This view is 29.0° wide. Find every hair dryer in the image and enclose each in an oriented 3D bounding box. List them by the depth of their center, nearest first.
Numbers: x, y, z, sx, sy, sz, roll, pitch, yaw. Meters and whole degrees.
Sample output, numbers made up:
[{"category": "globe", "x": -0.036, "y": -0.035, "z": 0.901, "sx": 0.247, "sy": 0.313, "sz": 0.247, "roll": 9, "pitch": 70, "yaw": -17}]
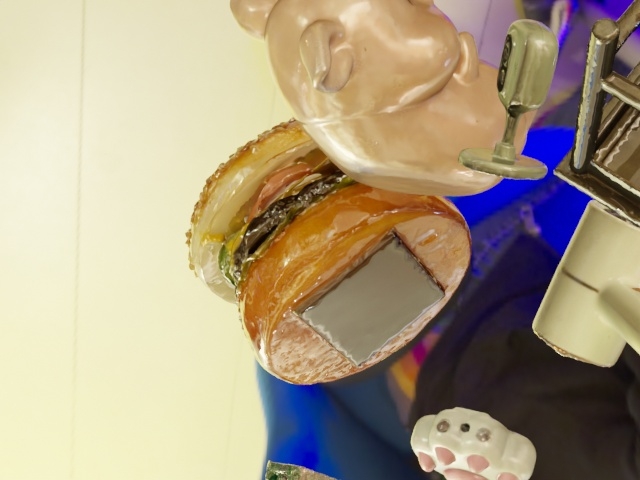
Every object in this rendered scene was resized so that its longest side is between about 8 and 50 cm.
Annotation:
[{"category": "hair dryer", "x": 0.402, "y": 0.096, "z": 1.568, "sx": 0.128, "sy": 0.362, "sz": 0.203, "roll": 19, "pitch": 104, "yaw": -16}]

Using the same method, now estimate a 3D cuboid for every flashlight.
[{"category": "flashlight", "x": 0.129, "y": 0.190, "z": 0.962, "sx": 0.093, "sy": 0.048, "sz": 0.200, "roll": 10, "pitch": 152, "yaw": 24}]

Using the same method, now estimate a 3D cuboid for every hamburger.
[{"category": "hamburger", "x": 0.000, "y": 0.000, "z": 1.332, "sx": 0.291, "sy": 0.225, "sz": 0.291, "roll": -22, "pitch": 144, "yaw": -17}]

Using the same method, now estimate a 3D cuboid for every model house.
[{"category": "model house", "x": -0.031, "y": 0.327, "z": 1.494, "sx": 0.087, "sy": 0.100, "sz": 0.100, "roll": 23, "pitch": 164, "yaw": -25}]

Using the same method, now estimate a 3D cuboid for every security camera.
[{"category": "security camera", "x": 0.116, "y": -0.086, "z": 0.741, "sx": 0.058, "sy": 0.058, "sz": 0.092, "roll": 6, "pitch": 106, "yaw": -3}]

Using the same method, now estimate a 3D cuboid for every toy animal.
[{"category": "toy animal", "x": 0.058, "y": -0.122, "z": 0.991, "sx": 0.250, "sy": 0.166, "sz": 0.154, "roll": 33, "pitch": 78, "yaw": -33}]

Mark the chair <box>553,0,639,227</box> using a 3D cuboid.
[{"category": "chair", "x": 0.222, "y": -0.057, "z": 0.648, "sx": 0.141, "sy": 0.154, "sz": 0.260, "roll": 35, "pitch": 165, "yaw": 18}]
